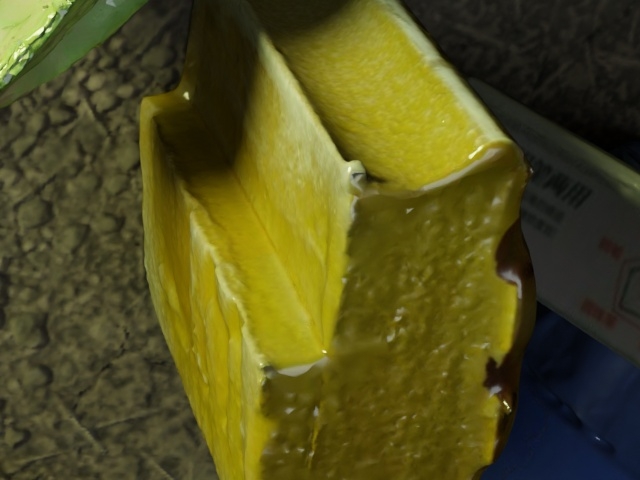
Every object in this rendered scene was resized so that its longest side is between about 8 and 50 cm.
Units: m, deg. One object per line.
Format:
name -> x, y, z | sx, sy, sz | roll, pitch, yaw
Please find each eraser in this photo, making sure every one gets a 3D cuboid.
eraser -> 0.152, 0.002, 1.041 | 0.061, 0.352, 0.089 | 15, 107, -49

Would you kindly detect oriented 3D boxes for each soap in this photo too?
soap -> 0.000, 0.000, 1.007 | 0.143, 0.281, 0.259 | -2, 120, -17

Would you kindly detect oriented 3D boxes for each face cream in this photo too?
face cream -> 0.223, 0.088, 1.167 | 0.249, 0.249, 0.225 | 26, 107, -31

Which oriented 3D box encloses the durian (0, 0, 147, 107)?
durian -> -0.069, -0.192, 0.930 | 0.157, 0.169, 0.355 | 31, 111, -33
